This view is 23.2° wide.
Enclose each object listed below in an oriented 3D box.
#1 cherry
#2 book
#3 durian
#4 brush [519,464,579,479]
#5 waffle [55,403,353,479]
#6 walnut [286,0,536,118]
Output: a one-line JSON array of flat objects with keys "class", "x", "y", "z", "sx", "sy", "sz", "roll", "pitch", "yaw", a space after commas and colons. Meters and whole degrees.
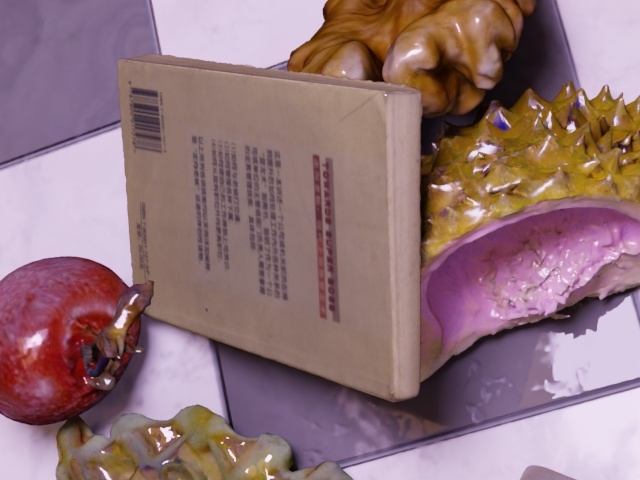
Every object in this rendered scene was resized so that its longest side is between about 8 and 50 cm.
[{"class": "cherry", "x": -0.134, "y": 0.050, "z": 0.883, "sx": 0.225, "sy": 0.107, "sz": 0.090, "roll": -17, "pitch": 108, "yaw": 54}, {"class": "book", "x": -0.032, "y": -0.016, "z": 0.847, "sx": 0.231, "sy": 0.026, "sz": 0.161, "roll": 15, "pitch": 112, "yaw": 48}, {"class": "durian", "x": 0.112, "y": -0.011, "z": 0.843, "sx": 0.182, "sy": 0.165, "sz": 0.132, "roll": -17, "pitch": 113, "yaw": 43}, {"class": "brush", "x": 0.235, "y": 0.193, "z": 0.765, "sx": 0.321, "sy": 0.050, "sz": 0.060, "roll": 19, "pitch": 88, "yaw": 25}, {"class": "waffle", "x": -0.091, "y": 0.203, "z": 0.884, "sx": 0.204, "sy": 0.054, "sz": 0.223, "roll": 6, "pitch": 79, "yaw": 23}, {"class": "walnut", "x": 0.059, "y": -0.115, "z": 0.867, "sx": 0.143, "sy": 0.069, "sz": 0.170, "roll": -10, "pitch": 30, "yaw": 27}]
